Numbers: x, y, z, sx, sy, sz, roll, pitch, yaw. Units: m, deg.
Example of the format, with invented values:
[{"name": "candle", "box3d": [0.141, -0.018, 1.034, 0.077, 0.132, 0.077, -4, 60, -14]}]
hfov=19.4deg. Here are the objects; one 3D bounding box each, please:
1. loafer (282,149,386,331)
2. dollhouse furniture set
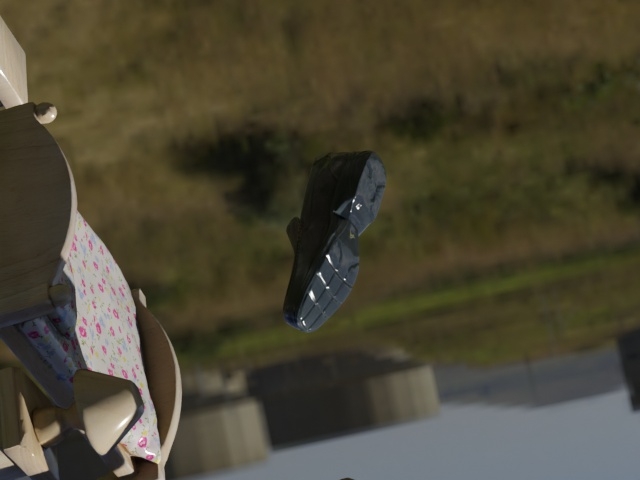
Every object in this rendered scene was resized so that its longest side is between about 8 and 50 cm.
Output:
[{"name": "loafer", "box3d": [0.000, 0.000, 1.567, 0.061, 0.170, 0.062, 7, 149, 29]}, {"name": "dollhouse furniture set", "box3d": [-0.062, 0.074, 1.048, 0.174, 0.355, 0.303, -17, 143, 8]}]
